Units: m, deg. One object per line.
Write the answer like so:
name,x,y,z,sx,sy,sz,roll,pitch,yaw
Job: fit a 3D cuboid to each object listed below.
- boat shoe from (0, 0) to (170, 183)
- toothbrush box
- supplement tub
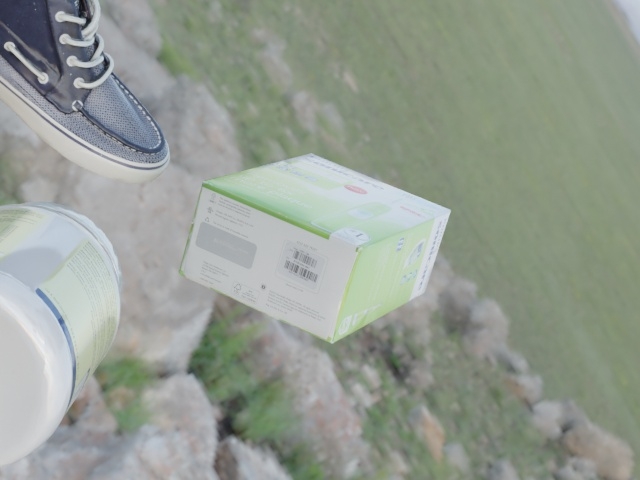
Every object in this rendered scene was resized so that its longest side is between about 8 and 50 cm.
boat shoe,-0.290,-0.213,1.566,0.340,0.158,0.127,35,37,-14
toothbrush box,0.000,0.000,1.597,0.206,0.122,0.283,23,18,21
supplement tub,-0.362,0.094,1.556,0.235,0.235,0.325,55,15,-11
